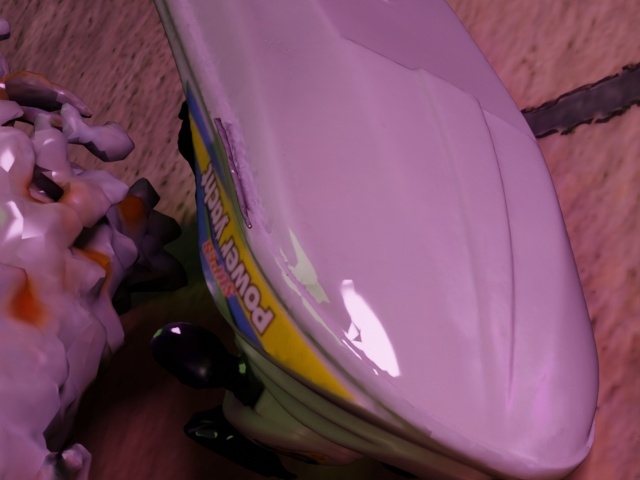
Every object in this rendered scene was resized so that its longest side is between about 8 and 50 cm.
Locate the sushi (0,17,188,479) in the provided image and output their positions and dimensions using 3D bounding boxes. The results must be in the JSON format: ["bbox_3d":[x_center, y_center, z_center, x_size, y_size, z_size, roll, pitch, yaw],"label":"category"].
[{"bbox_3d":[-0.179,0.112,0.685,0.417,0.176,0.417,-57,16,27],"label":"sushi"}]

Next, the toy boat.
[{"bbox_3d":[0.003,-0.008,0.646,0.141,0.141,0.269,-35,39,26],"label":"toy boat"}]
